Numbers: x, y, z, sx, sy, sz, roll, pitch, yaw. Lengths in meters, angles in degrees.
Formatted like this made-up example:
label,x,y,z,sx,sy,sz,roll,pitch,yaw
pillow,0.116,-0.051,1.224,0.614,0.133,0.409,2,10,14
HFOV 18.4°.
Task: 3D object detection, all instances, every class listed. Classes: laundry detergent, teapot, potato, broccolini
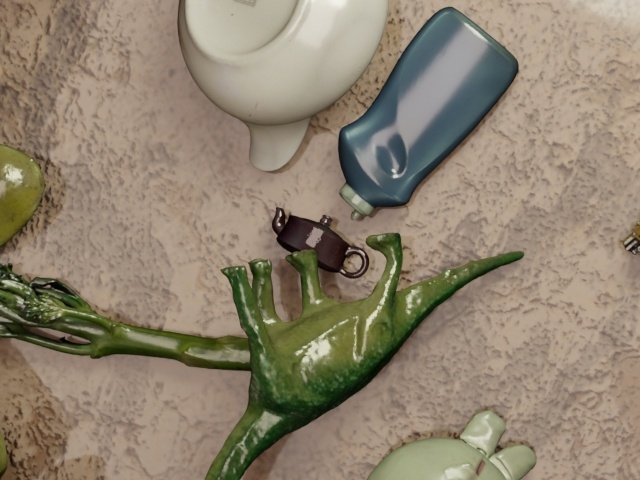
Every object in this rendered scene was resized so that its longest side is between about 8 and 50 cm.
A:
label,x,y,z,sx,sy,sz,roll,pitch,yaw
laundry detergent,0.084,-0.106,1.778,0.097,0.061,0.206,37,94,-3
teapot,0.000,0.000,1.781,0.100,0.068,0.045,27,90,10
potato,-0.346,-0.047,1.810,0.188,0.085,0.105,13,89,10
broccolini,-0.162,0.077,1.792,0.392,0.074,0.078,7,97,7
teapot,-0.023,-0.211,1.754,0.204,0.139,0.298,32,96,37

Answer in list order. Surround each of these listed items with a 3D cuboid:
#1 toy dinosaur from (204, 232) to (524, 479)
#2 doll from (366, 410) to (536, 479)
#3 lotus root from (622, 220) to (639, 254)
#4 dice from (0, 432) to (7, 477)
label,x,y,z,sx,sy,sz,roll,pitch,yaw
toy dinosaur,0.004,0.156,1.701,0.447,0.087,0.300,-10,89,-20
doll,0.082,0.275,1.747,0.155,0.113,0.275,42,94,8
lotus root,0.375,-0.019,1.721,0.221,0.118,0.125,0,72,3
dice,-0.433,0.187,1.738,0.233,0.238,0.227,-40,85,5
